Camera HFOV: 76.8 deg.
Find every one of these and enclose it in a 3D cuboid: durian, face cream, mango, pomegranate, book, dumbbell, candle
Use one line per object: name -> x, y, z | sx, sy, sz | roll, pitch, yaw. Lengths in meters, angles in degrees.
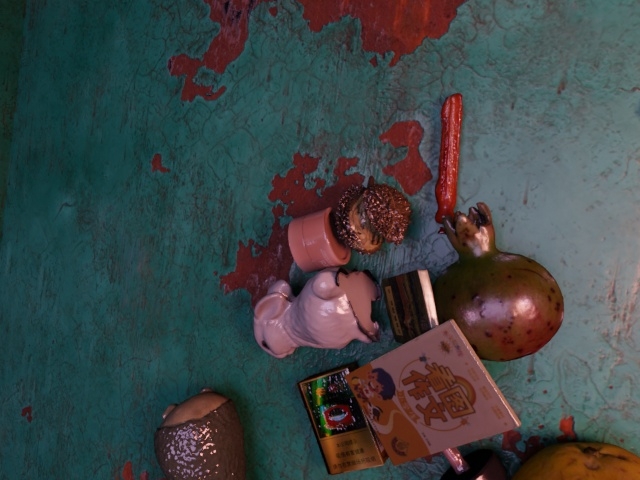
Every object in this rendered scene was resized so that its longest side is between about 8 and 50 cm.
durian -> 0.122, -0.067, 0.957 | 0.196, 0.167, 0.196 | -9, 68, 22
face cream -> 0.000, 0.000, 1.016 | 0.104, 0.149, 0.149 | -15, 82, 24
mango -> 0.480, 0.538, 0.760 | 0.253, 0.182, 0.364 | 38, 116, 19
pomegranate -> 0.317, 0.095, 0.811 | 0.242, 0.242, 0.306 | -42, 74, 19
book -> 0.198, 0.307, 0.792 | 0.295, 0.020, 0.207 | -41, 72, 34
dumbbell -> 0.270, 0.444, 0.868 | 0.152, 0.152, 0.218 | -42, 72, 19
candle -> 0.295, -0.176, 0.934 | 0.051, 0.048, 0.329 | 3, 89, 13
book -> 0.195, 0.152, 0.893 | 0.024, 0.228, 0.160 | -10, 82, -13

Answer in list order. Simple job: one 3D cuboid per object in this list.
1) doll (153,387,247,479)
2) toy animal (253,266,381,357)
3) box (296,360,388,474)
doll -> -0.316, 0.607, 1.125 | 0.247, 0.247, 0.349 | -25, 84, 24
toy animal -> -0.035, 0.183, 1.006 | 0.357, 0.194, 0.257 | -19, 122, 29
box -> 0.057, 0.447, 1.019 | 0.159, 0.071, 0.240 | -27, 76, 26
